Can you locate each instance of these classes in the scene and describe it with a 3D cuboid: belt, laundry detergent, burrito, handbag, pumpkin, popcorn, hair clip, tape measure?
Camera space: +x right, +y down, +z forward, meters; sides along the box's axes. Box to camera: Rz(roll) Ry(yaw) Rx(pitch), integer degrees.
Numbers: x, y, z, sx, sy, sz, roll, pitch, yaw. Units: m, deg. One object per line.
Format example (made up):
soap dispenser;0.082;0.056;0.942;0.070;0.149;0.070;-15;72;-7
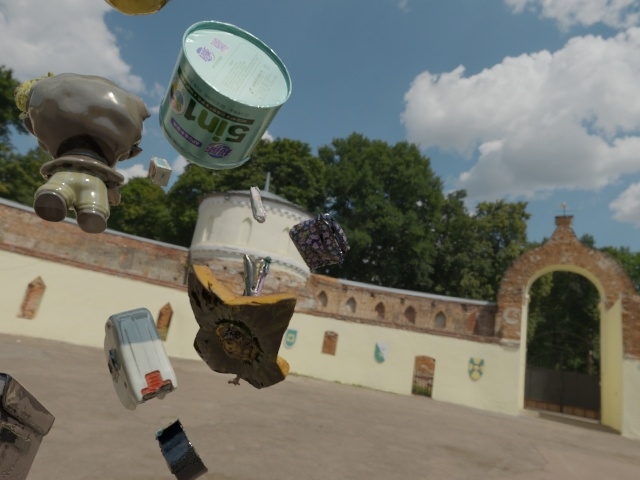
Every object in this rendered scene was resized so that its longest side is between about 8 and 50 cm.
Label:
belt;-0.359;0.535;1.062;0.078;0.151;0.198;-29;7;-27
laundry detergent;-0.273;-0.368;1.143;0.288;0.286;0.305;17;-37;-26
burrito;-0.283;-0.157;1.869;0.064;0.203;0.064;-12;-37;-9
handbag;0.000;0.000;1.707;0.208;0.126;0.228;-17;-70;30
pumpkin;-0.173;0.199;0.889;0.259;0.095;0.289;19;-55;21
popcorn;-0.984;-0.496;1.503;0.168;0.187;0.185;1;-51;6
hair clip;-0.219;0.199;1.247;0.110;0.358;0.095;-6;-34;14
tape measure;-0.509;0.335;1.149;0.130;0.258;0.265;-13;-27;-40

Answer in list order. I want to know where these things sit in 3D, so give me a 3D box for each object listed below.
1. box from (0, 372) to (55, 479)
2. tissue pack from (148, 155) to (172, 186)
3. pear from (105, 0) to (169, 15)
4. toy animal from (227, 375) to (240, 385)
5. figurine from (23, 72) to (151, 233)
box;-0.623;0.338;0.727;0.189;0.153;0.252;10;-38;-9
tissue pack;-0.558;-0.241;1.452;0.059;0.074;0.094;7;27;-37
pear;-0.587;-0.866;1.287;0.315;0.313;0.314;9;-14;2
toy animal;-0.290;0.463;1.687;0.225;0.229;0.066;-27;39;-26
figurine;-0.493;-0.197;0.868;0.249;0.380;0.203;3;-32;-21
